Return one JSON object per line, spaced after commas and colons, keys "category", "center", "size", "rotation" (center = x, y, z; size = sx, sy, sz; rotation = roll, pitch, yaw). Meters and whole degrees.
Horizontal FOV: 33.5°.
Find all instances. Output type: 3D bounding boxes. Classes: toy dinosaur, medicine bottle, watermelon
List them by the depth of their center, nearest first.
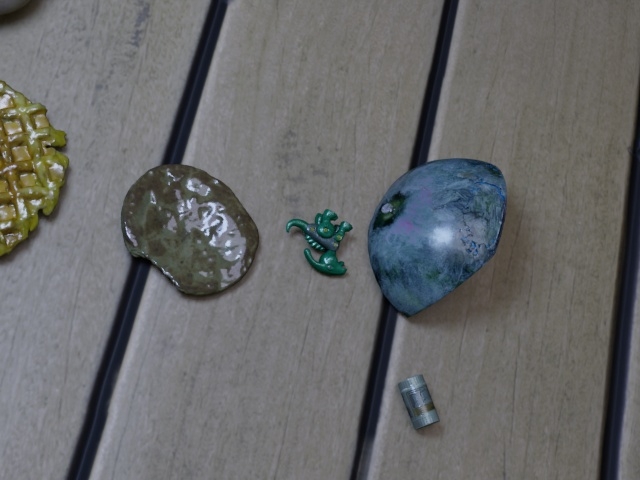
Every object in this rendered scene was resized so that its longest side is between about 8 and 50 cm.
{"category": "medicine bottle", "center": [0.165, 0.271, 1.782], "size": [0.047, 0.047, 0.083], "rotation": [-16, 76, -23]}
{"category": "toy dinosaur", "center": [0.000, 0.000, 1.825], "size": [0.132, 0.059, 0.096], "rotation": [31, 69, -14]}
{"category": "watermelon", "center": [0.199, -0.044, 1.830], "size": [0.175, 0.188, 0.321], "rotation": [23, 59, -14]}

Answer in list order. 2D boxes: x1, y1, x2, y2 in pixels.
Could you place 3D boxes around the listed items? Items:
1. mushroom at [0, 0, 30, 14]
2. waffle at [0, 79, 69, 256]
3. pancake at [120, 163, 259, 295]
{"category": "mushroom", "center": [-0.564, -0.483, 1.749], "size": [0.255, 0.184, 0.254], "rotation": [14, 63, -28]}
{"category": "waffle", "center": [-0.565, -0.129, 1.679], "size": [0.325, 0.068, 0.302], "rotation": [28, 64, -5]}
{"category": "pancake", "center": [-0.218, -0.018, 1.766], "size": [0.236, 0.042, 0.222], "rotation": [22, 61, -13]}
